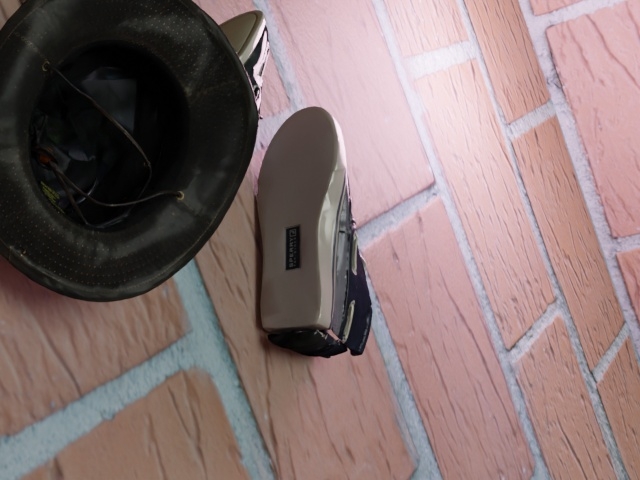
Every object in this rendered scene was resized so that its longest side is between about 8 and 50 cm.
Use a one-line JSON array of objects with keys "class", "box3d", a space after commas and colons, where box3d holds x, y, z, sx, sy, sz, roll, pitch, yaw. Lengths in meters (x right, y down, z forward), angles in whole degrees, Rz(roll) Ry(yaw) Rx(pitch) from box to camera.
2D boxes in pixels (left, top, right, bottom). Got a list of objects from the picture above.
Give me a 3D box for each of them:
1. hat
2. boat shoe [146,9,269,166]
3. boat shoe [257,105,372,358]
[{"class": "hat", "box3d": [-0.229, -0.106, 1.166, 0.331, 0.134, 0.331, -2, 93, -35]}, {"class": "boat shoe", "box3d": [-0.128, -0.144, 1.385, 0.113, 0.127, 0.340, 54, 37, -32]}, {"class": "boat shoe", "box3d": [0.000, 0.000, 1.550, 0.158, 0.127, 0.341, 37, 53, -55]}]
